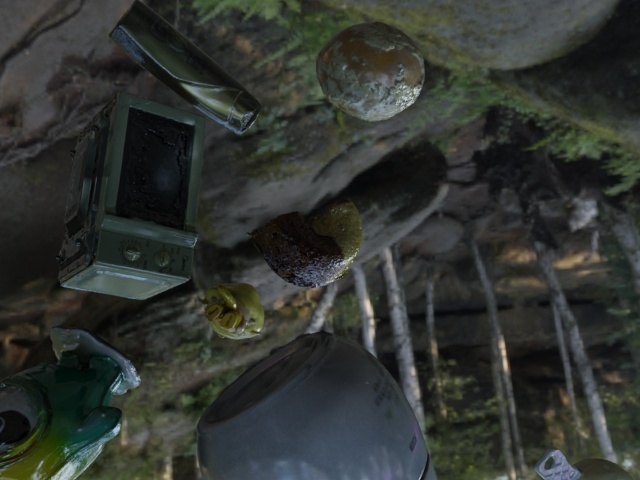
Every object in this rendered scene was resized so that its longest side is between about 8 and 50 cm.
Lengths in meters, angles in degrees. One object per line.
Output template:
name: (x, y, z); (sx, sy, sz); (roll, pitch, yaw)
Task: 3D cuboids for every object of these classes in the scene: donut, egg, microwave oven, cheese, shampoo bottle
donut: (0.001, 0.000, 1.370); (0.217, 0.141, 0.085); (-21, 166, -41)
egg: (0.100, -0.349, 1.602); (0.245, 0.203, 0.203); (21, -175, 38)
microwave oven: (-0.397, -0.082, 1.595); (0.219, 0.354, 0.286); (14, 160, -32)
cheese: (0.359, 0.349, 1.072); (0.227, 0.137, 0.064); (45, 171, -30)
shampoo bottle: (-0.283, -0.364, 1.679); (0.350, 0.125, 0.084); (38, 138, -20)
shampoo bottle: (-0.001, 0.278, 0.997); (0.273, 0.266, 0.273); (-34, -171, 6)

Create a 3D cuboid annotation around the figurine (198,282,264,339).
figurine: (-0.187, 0.148, 1.636); (0.156, 0.131, 0.246); (31, 178, -1)

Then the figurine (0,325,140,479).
figurine: (-0.480, 0.327, 1.329); (0.324, 0.340, 0.231); (0, 129, 35)
